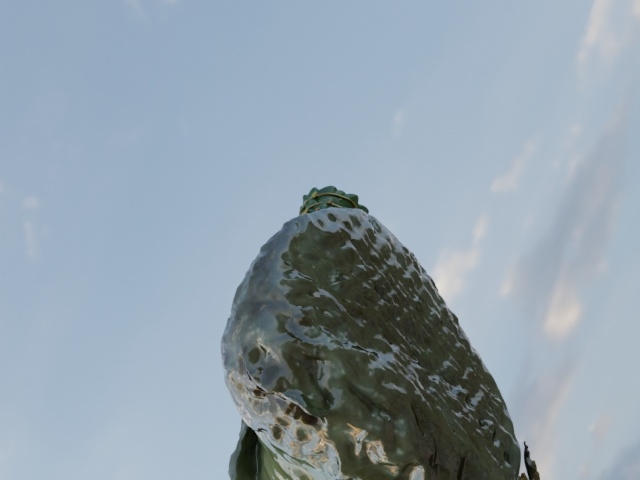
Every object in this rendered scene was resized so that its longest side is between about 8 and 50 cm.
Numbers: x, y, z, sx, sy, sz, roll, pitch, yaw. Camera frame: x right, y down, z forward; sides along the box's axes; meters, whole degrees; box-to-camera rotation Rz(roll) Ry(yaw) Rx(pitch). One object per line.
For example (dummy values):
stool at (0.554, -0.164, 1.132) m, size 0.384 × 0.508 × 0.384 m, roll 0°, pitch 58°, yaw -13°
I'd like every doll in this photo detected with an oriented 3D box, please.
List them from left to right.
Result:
doll at (0.011, 0.001, 1.268) m, size 0.113 × 0.076 × 0.078 m, roll -79°, pitch -2°, yaw -58°

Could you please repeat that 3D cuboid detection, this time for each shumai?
shumai at (-0.001, 0.080, 0.659) m, size 0.142 × 0.184 × 0.184 m, roll -39°, pitch -16°, yaw 24°

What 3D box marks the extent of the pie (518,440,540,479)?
pie at (0.086, 0.236, 1.140) m, size 0.308 × 0.308 × 0.085 m, roll -38°, pitch -6°, yaw -43°
